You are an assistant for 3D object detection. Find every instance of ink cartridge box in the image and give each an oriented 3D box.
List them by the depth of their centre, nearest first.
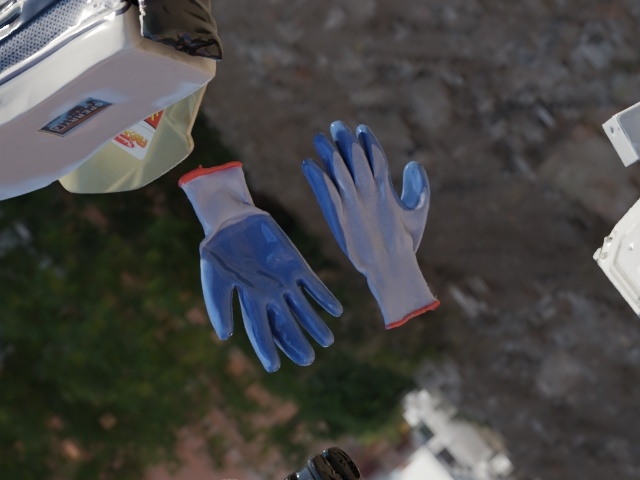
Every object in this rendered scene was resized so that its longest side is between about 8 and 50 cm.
[{"bbox_3d":[0.348,-0.124,1.944,0.052,0.122,0.088,64,180,4],"label":"ink cartridge box"}]

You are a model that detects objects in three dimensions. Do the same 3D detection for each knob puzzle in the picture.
[{"bbox_3d":[-0.190,-0.129,1.768,0.213,0.213,0.030,50,-150,5],"label":"knob puzzle"}]

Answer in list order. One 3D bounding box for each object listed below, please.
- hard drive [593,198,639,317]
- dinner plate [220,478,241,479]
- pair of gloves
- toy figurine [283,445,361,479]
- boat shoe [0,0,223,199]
[{"bbox_3d":[0.369,0.005,1.636,0.064,0.237,0.339,36,-168,-21],"label":"hard drive"},{"bbox_3d":[-0.086,0.259,1.570,0.017,0.141,0.141,10,151,40],"label":"dinner plate"},{"bbox_3d":[0.000,0.000,1.389,0.159,0.198,0.023,67,155,9],"label":"pair of gloves"},{"bbox_3d":[0.026,0.287,1.497,0.213,0.148,0.209,26,-147,-27],"label":"toy figurine"},{"bbox_3d":[-0.209,-0.144,1.432,0.127,0.340,0.158,16,-121,-49],"label":"boat shoe"}]
